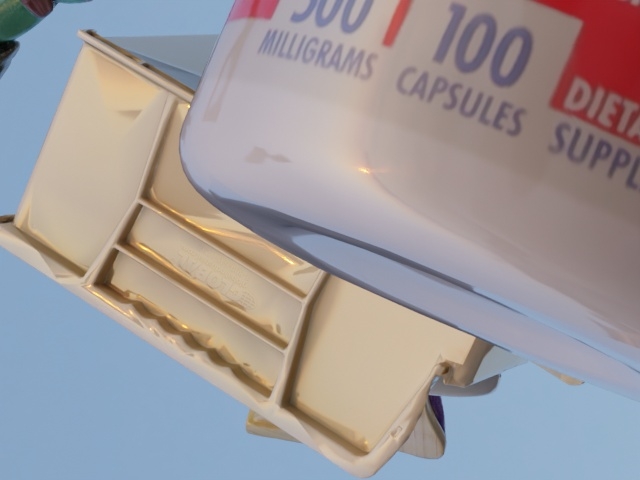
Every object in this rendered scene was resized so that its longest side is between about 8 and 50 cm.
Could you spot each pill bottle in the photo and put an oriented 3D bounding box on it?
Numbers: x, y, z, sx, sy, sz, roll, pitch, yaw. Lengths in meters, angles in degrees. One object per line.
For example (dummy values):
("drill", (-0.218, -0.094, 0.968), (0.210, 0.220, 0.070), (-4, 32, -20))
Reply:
("pill bottle", (0.129, -0.161, 0.687), (0.229, 0.229, 0.408), (27, -96, -34))

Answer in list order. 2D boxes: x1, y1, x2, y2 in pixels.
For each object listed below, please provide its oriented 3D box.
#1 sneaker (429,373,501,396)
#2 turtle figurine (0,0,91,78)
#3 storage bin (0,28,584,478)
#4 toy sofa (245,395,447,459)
("sneaker", (0.000, 0.000, 1.030), (0.079, 0.216, 0.121), (-5, -71, -73))
("turtle figurine", (-0.233, -0.135, 1.213), (0.234, 0.175, 0.118), (-23, -64, -6))
("storage bin", (0.019, -0.006, 1.042), (0.260, 0.123, 0.262), (32, -160, 23))
("toy sofa", (0.026, 0.012, 1.587), (0.362, 0.177, 0.150), (83, -160, -48))
